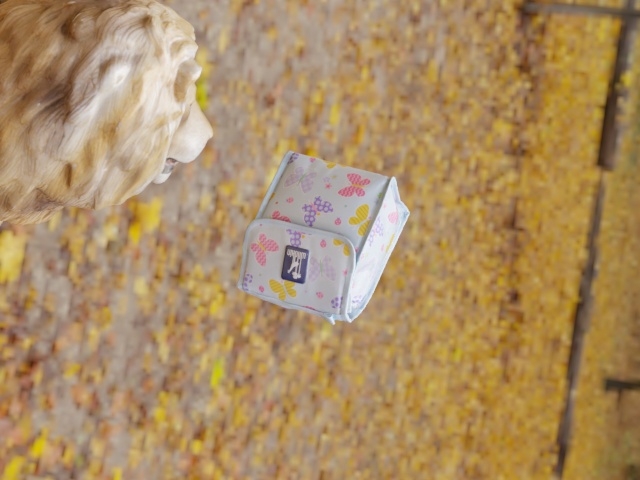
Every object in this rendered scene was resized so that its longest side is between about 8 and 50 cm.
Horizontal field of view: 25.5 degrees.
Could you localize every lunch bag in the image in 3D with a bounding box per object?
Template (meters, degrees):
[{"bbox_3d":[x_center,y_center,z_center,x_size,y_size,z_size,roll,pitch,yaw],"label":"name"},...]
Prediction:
[{"bbox_3d":[0.000,0.000,0.779,0.083,0.071,0.053,-64,154,-19],"label":"lunch bag"}]

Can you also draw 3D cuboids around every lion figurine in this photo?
[{"bbox_3d":[-0.251,-0.115,0.924,0.142,0.392,0.240,3,121,-58],"label":"lion figurine"}]
